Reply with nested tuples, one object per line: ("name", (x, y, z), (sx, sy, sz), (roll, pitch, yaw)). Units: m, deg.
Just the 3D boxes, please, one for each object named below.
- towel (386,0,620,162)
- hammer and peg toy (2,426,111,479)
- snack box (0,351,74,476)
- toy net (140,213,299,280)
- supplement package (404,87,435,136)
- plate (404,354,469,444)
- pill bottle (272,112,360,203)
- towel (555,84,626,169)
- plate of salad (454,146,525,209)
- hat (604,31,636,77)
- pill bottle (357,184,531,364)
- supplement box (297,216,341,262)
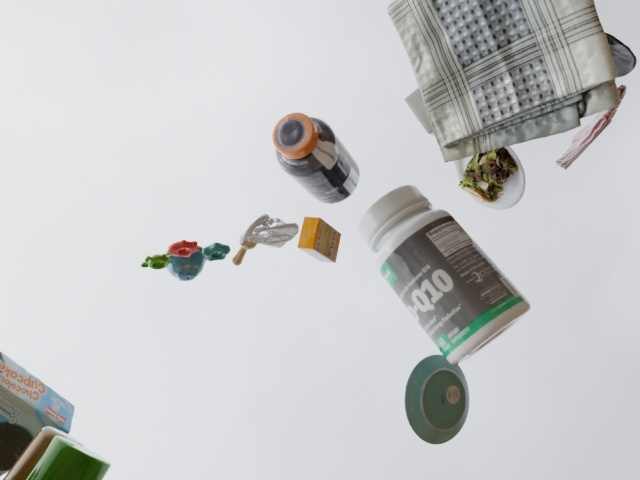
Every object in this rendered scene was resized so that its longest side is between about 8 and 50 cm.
("towel", (0.286, -0.309, 0.803), (0.056, 0.312, 0.324), (-36, -75, -46))
("hammer and peg toy", (-0.176, 0.117, 0.171), (0.266, 0.362, 0.127), (45, -120, -28))
("snack box", (-0.520, 0.202, 0.644), (0.187, 0.060, 0.321), (-33, -59, 2))
("toy net", (-0.149, 0.000, 0.744), (0.232, 0.045, 0.122), (-22, -29, 10))
("supplement package", (0.302, -0.330, 1.106), (0.105, 0.179, 0.105), (58, -156, 11))
("plate", (0.260, 0.341, 1.049), (0.188, 0.024, 0.188), (6, -103, -29))
("pill bottle", (-0.011, -0.173, 1.025), (0.130, 0.131, 0.246), (-69, -24, -6))
("towel", (0.583, -0.246, 1.048), (0.029, 0.144, 0.197), (38, -129, 10))
("plate of salad", (0.390, -0.157, 1.154), (0.048, 0.200, 0.199), (-31, -65, -24))
("hat", (0.512, -0.404, 1.099), (0.332, 0.331, 0.133), (19, -72, -37))
("pill bottle", (0.250, 0.064, 1.050), (0.204, 0.361, 0.204), (-29, -25, -15))
("supplement box", (0.000, 0.000, 0.914), (0.098, 0.036, 0.062), (33, -115, -59))
